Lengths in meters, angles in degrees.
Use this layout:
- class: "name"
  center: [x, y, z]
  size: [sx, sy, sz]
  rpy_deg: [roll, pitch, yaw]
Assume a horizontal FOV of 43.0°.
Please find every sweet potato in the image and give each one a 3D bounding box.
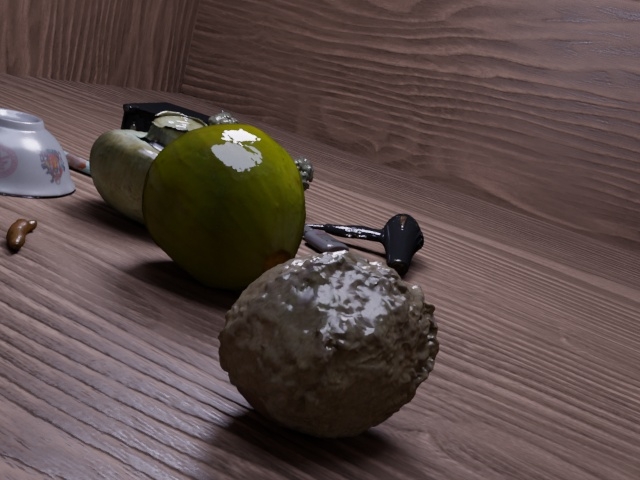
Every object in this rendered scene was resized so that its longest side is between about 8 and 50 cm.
- class: "sweet potato"
  center: [-0.581, -0.019, 1.577]
  size: [0.044, 0.044, 0.179]
  rpy_deg: [12, 15, -14]

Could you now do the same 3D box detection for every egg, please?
- class: "egg"
  center: [0.009, 0.143, 1.138]
  size: [0.310, 0.279, 0.279]
  rpy_deg: [-9, 23, -25]

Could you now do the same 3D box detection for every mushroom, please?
- class: "mushroom"
  center: [-0.365, -0.163, 1.917]
  size: [0.352, 0.260, 0.352]
  rpy_deg: [16, 19, -6]

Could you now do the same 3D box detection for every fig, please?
- class: "fig"
  center: [-0.176, -0.059, 1.599]
  size: [0.343, 0.343, 0.343]
  rpy_deg: [14, 14, -4]

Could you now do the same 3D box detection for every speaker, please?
- class: "speaker"
  center: [-0.483, -0.323, 2.576]
  size: [0.232, 0.184, 0.254]
  rpy_deg: [20, 18, 20]

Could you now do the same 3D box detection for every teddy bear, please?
- class: "teddy bear"
  center: [-0.197, -0.233, 2.494]
  size: [0.357, 0.224, 0.367]
  rpy_deg: [29, 12, -2]

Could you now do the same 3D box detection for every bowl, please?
- class: "bowl"
  center: [-0.757, -0.229, 1.969]
  size: [0.345, 0.157, 0.345]
  rpy_deg: [14, 13, -3]

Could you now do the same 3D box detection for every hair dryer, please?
- class: "hair dryer"
  center: [0.096, 0.000, 2.192]
  size: [0.359, 0.120, 0.304]
  rpy_deg: [7, 27, 9]

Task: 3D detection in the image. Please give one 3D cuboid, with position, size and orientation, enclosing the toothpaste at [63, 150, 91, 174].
- class: "toothpaste"
  center: [-0.630, -0.196, 2.230]
  size: [0.205, 0.036, 0.056]
  rpy_deg: [23, 16, 15]

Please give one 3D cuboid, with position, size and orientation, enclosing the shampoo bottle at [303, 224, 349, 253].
- class: "shampoo bottle"
  center: [0.000, 0.000, 2.121]
  size: [0.080, 0.040, 0.165]
  rpy_deg: [3, 18, -38]
